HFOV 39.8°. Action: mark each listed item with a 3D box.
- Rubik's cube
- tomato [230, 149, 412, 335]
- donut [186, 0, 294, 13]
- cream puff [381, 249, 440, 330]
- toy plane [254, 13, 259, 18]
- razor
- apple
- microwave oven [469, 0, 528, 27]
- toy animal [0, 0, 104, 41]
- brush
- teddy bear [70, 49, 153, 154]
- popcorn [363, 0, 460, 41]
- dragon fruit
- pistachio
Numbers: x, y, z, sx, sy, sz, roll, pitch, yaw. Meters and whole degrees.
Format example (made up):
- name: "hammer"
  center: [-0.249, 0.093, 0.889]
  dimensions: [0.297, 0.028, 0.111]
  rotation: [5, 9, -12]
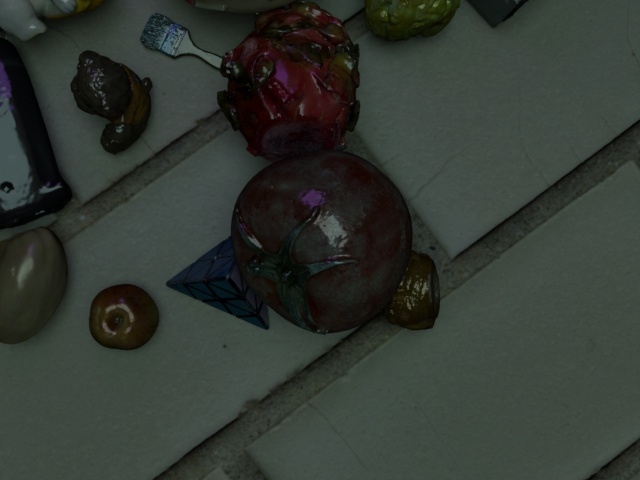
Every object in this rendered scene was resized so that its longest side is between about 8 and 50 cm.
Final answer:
- name: "Rubik's cube"
  center: [-0.158, 0.040, 1.599]
  dimensions: [0.211, 0.178, 0.191]
  rotation: [20, 84, -4]
- name: "tomato"
  center: [0.000, 0.000, 1.503]
  dimensions: [0.317, 0.316, 0.282]
  rotation: [50, 49, -1]
- name: "donut"
  center: [-0.124, -0.549, 1.571]
  dimensions: [0.382, 0.142, 0.383]
  rotation: [-5, 58, 9]
- name: "cream puff"
  center: [0.160, 0.094, 1.632]
  dimensions: [0.115, 0.150, 0.165]
  rotation: [-3, 125, 17]
- name: "toy plane"
  center: [-0.122, -0.456, 1.680]
  dimensions: [0.111, 0.040, 0.103]
  rotation: [-18, 88, -4]
- name: "razor"
  center: [-0.597, -0.191, 1.603]
  dimensions: [0.204, 0.113, 0.349]
  rotation: [-21, 90, -7]
- name: "apple"
  center: [-0.358, 0.139, 1.615]
  dimensions: [0.125, 0.102, 0.126]
  rotation: [0, 89, -5]
- name: "microwave oven"
  center: [0.382, -0.524, 1.660]
  dimensions: [0.208, 0.162, 0.122]
  rotation: [-44, 92, -8]
- name: "toy animal"
  center: [-0.486, -0.502, 1.584]
  dimensions: [0.310, 0.183, 0.247]
  rotation: [-42, 92, -4]
- name: "brush"
  center: [-0.244, -0.362, 1.678]
  dimensions: [0.196, 0.021, 0.070]
  rotation: [26, 89, -3]
- name: "teddy bear"
  center: [-0.376, -0.261, 1.583]
  dimensions: [0.140, 0.190, 0.177]
  rotation: [-27, 85, 2]
- name: "popcorn"
  center: [0.151, -0.463, 1.640]
  dimensions: [0.198, 0.198, 0.212]
  rotation: [-41, 58, -4]
- name: "dragon fruit"
  center: [-0.053, -0.293, 1.580]
  dimensions: [0.268, 0.250, 0.291]
  rotation: [2, 65, -11]
- name: "pistachio"
  center: [-0.532, 0.078, 1.593]
  dimensions: [0.143, 0.144, 0.215]
  rotation: [16, 93, -3]
